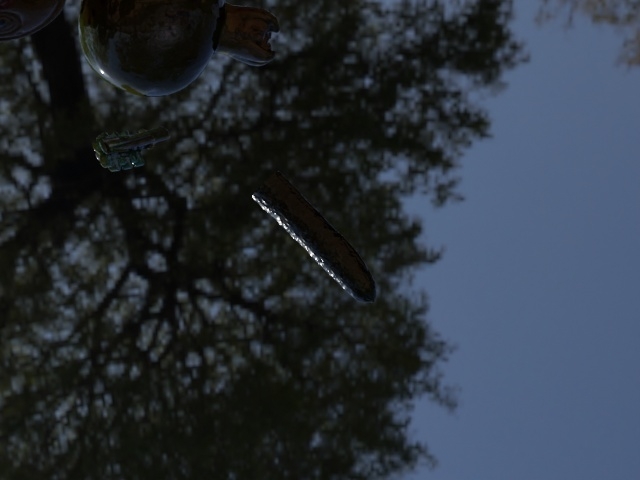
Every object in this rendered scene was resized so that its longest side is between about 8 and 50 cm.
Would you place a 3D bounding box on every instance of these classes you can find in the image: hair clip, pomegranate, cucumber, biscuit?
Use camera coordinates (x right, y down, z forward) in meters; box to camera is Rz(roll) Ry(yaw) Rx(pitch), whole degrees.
[{"bbox_3d":[-0.220,-0.104,1.482,0.049,0.049,0.173,10,-170,13],"label":"hair clip"},{"bbox_3d":[-0.162,-0.230,1.392,0.179,0.210,0.179,-33,-146,27],"label":"pomegranate"},{"bbox_3d":[0.000,0.000,1.067,0.133,0.032,0.032,46,-132,6],"label":"cucumber"},{"bbox_3d":[-0.348,-0.263,1.388,0.175,0.124,0.026,12,-139,-51],"label":"biscuit"}]
